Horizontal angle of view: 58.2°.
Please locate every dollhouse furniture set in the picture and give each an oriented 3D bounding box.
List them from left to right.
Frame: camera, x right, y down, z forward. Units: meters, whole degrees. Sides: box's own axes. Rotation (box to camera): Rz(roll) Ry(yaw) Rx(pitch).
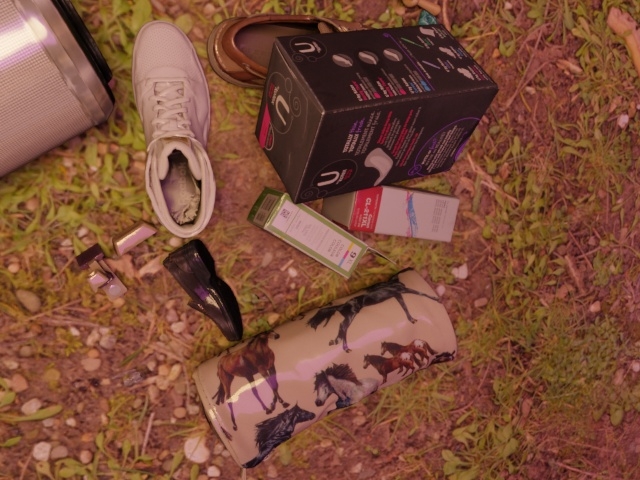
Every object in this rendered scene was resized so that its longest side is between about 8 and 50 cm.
[{"bbox_3d":[-0.263,0.036,0.807,0.114,0.091,0.081,-36,124,-14],"label":"dollhouse furniture set"}]

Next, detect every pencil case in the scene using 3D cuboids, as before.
[{"bbox_3d":[0.021,0.191,0.886,0.410,0.160,0.184,-23,115,-15],"label":"pencil case"}]

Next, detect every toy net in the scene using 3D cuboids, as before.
[{"bbox_3d":[0.148,-0.339,0.891,0.232,0.045,0.122,52,46,-9],"label":"toy net"}]

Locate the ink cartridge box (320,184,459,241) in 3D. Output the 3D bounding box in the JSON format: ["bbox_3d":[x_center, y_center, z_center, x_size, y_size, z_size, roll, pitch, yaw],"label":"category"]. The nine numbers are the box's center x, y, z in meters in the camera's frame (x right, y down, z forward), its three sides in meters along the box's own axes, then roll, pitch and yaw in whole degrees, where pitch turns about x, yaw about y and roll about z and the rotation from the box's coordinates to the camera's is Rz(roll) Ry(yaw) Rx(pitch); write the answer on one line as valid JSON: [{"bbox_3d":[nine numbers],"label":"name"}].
[{"bbox_3d":[0.106,-0.051,0.894,0.174,0.127,0.073,7,98,-21],"label":"ink cartridge box"}]

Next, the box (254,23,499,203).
[{"bbox_3d":[0.069,-0.174,0.772,0.270,0.165,0.143,-15,59,-27],"label":"box"}]

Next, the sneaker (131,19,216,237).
[{"bbox_3d":[-0.185,-0.149,0.752,0.108,0.169,0.293,-9,100,-17],"label":"sneaker"}]

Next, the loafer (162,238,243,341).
[{"bbox_3d":[-0.171,0.082,0.859,0.061,0.062,0.170,-24,104,8],"label":"loafer"}]

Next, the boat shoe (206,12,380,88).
[{"bbox_3d":[0.005,-0.262,0.829,0.324,0.116,0.123,-5,101,-19],"label":"boat shoe"}]

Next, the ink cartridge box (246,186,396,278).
[{"bbox_3d":[0.000,0.000,0.874,0.209,0.109,0.062,31,88,-22],"label":"ink cartridge box"}]

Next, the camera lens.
[{"bbox_3d":[-0.393,-0.181,0.641,0.274,0.219,0.220,-33,108,-12],"label":"camera lens"}]
